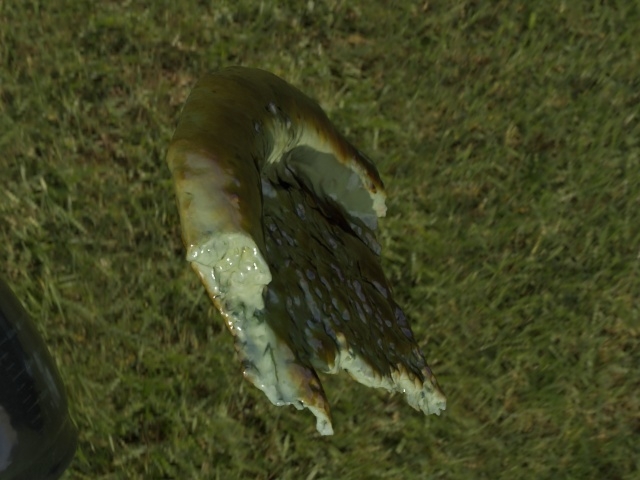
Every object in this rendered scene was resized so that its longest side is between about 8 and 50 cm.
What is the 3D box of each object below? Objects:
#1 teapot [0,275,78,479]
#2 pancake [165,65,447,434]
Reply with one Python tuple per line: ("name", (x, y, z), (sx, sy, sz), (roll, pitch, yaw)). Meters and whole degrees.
("teapot", (-0.298, 0.071, 0.825), (0.239, 0.239, 0.321), (0, 20, 29))
("pancake", (-0.002, -0.005, 0.830), (0.067, 0.427, 0.305), (-31, 74, 14))
